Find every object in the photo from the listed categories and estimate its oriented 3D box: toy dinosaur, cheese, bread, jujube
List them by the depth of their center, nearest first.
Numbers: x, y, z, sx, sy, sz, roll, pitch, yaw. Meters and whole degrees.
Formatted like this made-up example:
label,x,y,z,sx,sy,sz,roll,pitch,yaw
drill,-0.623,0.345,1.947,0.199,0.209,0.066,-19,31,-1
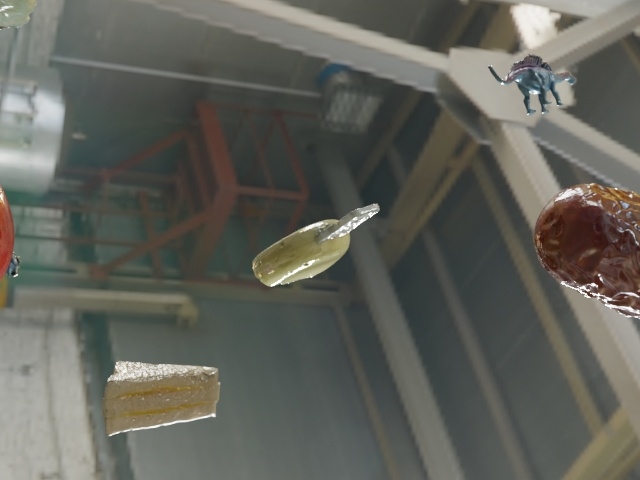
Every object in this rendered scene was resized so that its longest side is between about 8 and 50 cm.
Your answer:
label,x,y,z,sx,sy,sz,roll,pitch,yaw
jujube,0.272,0.008,1.136,0.112,0.176,0.109,-1,-110,59
cheese,0.000,0.000,1.601,0.255,0.127,0.050,-37,-107,60
bread,-0.212,0.213,1.701,0.105,0.152,0.077,-108,-158,-78
toy dinosaur,0.306,-0.224,1.802,0.045,0.197,0.080,-25,-106,45
toy dinosaur,-0.547,0.039,2.222,0.030,0.047,0.083,-35,-163,3

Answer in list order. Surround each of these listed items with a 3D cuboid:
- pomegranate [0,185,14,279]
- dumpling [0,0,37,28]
label,x,y,z,sx,sy,sz,roll,pitch,yaw
pomegranate,-0.496,-0.018,1.535,0.221,0.256,0.221,-28,-140,27
dumpling,-0.359,-0.247,1.157,0.152,0.219,0.108,15,-68,49
